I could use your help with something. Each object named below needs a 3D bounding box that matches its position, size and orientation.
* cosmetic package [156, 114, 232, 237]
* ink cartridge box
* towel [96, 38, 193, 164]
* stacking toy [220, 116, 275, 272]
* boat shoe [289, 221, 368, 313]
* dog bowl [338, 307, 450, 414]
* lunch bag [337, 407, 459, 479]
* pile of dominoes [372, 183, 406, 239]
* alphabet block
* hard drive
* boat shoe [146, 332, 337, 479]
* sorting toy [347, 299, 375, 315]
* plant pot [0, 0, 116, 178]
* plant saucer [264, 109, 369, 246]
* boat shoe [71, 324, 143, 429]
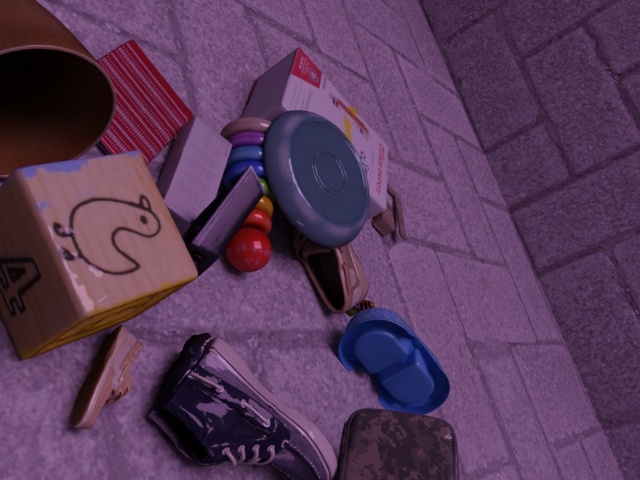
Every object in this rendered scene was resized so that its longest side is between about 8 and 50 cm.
[{"bbox_3d":[-0.246,-0.120,1.219,0.099,0.061,0.238,38,43,-30],"label":"cosmetic package"},{"bbox_3d":[-0.002,-0.245,1.612,0.385,0.161,0.279,43,35,-28],"label":"ink cartridge box"},{"bbox_3d":[-0.360,-0.255,1.213,0.198,0.031,0.274,51,33,-19],"label":"towel"},{"bbox_3d":[-0.140,-0.087,1.312,0.141,0.141,0.330,28,47,-43],"label":"stacking toy"},{"bbox_3d":[0.000,0.000,1.446,0.341,0.122,0.110,62,29,1],"label":"boat shoe"},{"bbox_3d":[0.165,0.268,1.438,0.297,0.166,0.074,48,21,-21],"label":"dog bowl"},{"bbox_3d":[0.124,0.481,1.129,0.213,0.255,0.305,7,44,1],"label":"lunch bag"},{"bbox_3d":[0.177,-0.116,1.920,0.196,0.040,0.251,44,26,-26],"label":"pile of dominoes"},{"bbox_3d":[-0.319,0.018,0.859,0.192,0.193,0.197,-22,83,-49],"label":"alphabet block"},{"bbox_3d":[-0.179,-0.010,1.009,0.054,0.255,0.172,39,61,-13],"label":"hard drive"},{"bbox_3d":[-0.123,0.317,1.012,0.340,0.127,0.158,45,39,-10],"label":"boat shoe"},{"bbox_3d":[0.096,0.151,1.542,0.102,0.042,0.061,21,48,-48],"label":"sorting toy"},{"bbox_3d":[-0.452,-0.260,0.915,0.237,0.237,0.254,6,45,-55],"label":"plant pot"},{"bbox_3d":[0.009,-0.143,1.389,0.318,0.044,0.317,24,56,-41],"label":"plant saucer"},{"bbox_3d":[-0.291,0.195,0.899,0.059,0.063,0.170,39,35,-22],"label":"boat shoe"}]
